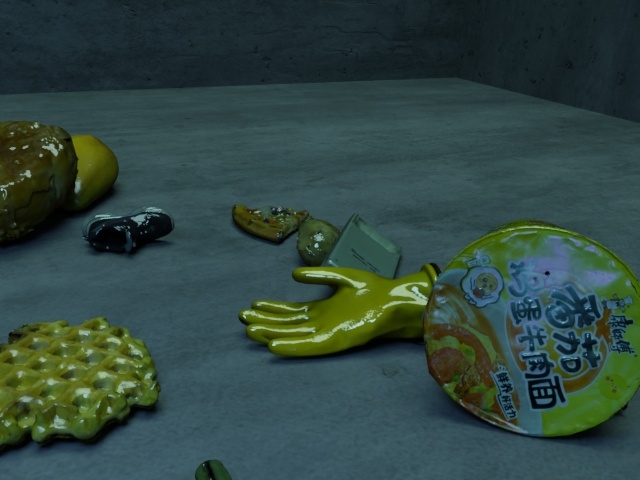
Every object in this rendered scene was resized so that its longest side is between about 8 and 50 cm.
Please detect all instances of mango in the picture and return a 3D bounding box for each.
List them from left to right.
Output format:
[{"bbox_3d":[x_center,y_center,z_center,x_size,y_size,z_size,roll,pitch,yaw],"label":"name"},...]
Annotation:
[{"bbox_3d":[-0.541,-0.150,1.578,0.176,0.119,0.317,1,30,-11],"label":"mango"}]

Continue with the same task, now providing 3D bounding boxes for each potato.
[{"bbox_3d":[0.000,0.000,1.315,0.091,0.070,0.138,20,22,-7],"label":"potato"}]

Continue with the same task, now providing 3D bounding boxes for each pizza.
[{"bbox_3d":[-0.084,-0.042,1.459,0.176,0.036,0.184,-6,24,-23],"label":"pizza"}]

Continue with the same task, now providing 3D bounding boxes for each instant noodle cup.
[{"bbox_3d":[0.273,0.088,0.911,0.264,0.264,0.200,9,15,14],"label":"instant noodle cup"}]

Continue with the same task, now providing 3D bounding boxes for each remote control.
[{"bbox_3d":[0.076,0.032,1.238,0.123,0.038,0.285,37,22,-3],"label":"remote control"}]

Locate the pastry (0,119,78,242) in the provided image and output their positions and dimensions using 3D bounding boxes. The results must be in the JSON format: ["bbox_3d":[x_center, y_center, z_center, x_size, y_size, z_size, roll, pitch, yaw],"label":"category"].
[{"bbox_3d":[-0.606,-0.102,1.353,0.255,0.162,0.311,10,41,18],"label":"pastry"}]

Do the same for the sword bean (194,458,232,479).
[{"bbox_3d":[-0.041,0.286,0.637,0.043,0.038,0.269,-37,38,-21],"label":"sword bean"}]

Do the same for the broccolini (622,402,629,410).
[{"bbox_3d":[0.384,0.173,0.992,0.042,0.044,0.218,-9,14,12],"label":"broccolini"}]

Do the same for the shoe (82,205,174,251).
[{"bbox_3d":[-0.353,-0.012,1.307,0.169,0.071,0.099,-6,26,-13],"label":"shoe"}]

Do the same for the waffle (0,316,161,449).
[{"bbox_3d":[-0.338,0.166,0.879,0.291,0.051,0.291,5,20,-2],"label":"waffle"}]

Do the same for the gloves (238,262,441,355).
[{"bbox_3d":[0.028,0.106,1.033,0.294,0.116,0.133,-6,15,-5],"label":"gloves"}]
